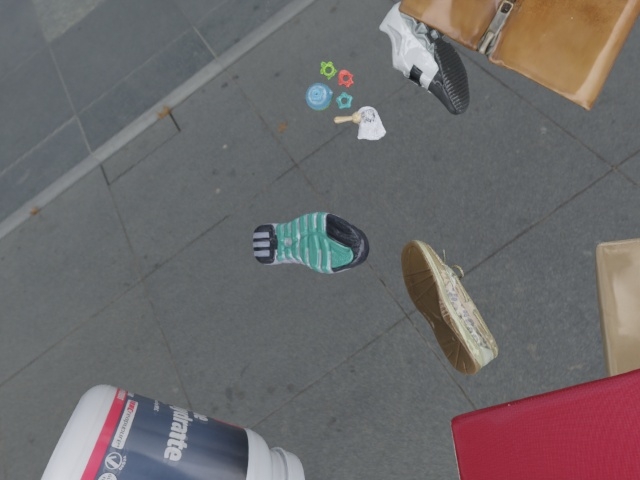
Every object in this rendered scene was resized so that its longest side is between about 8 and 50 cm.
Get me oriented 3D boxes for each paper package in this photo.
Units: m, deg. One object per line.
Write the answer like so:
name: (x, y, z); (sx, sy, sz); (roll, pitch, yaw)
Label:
paper package: (0.683, 0.154, 0.873); (0.309, 0.168, 0.325); (-8, 77, 30)

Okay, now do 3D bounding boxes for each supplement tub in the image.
supplement tub: (-0.175, 0.297, 0.559); (0.272, 0.191, 0.191); (24, 71, -16)

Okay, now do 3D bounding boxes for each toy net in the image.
toy net: (0.075, -0.341, 1.212); (0.232, 0.045, 0.122); (36, 101, 5)

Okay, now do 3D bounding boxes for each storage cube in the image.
storage cube: (0.252, 0.243, 0.405); (0.193, 0.183, 0.215); (-30, 43, 32)

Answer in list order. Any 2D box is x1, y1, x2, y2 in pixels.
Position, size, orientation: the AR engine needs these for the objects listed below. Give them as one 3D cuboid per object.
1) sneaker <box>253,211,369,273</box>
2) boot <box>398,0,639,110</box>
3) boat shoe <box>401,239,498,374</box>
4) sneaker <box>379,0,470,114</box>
sneaker: (0.000, 0.000, 0.708); (0.223, 0.098, 0.083); (4, 94, 46)
boot: (0.198, -0.199, 0.231); (0.264, 0.096, 0.281); (31, 118, 17)
boat shoe: (0.257, 0.125, 0.978); (0.089, 0.104, 0.285); (-22, 83, -27)
sneaker: (0.274, -0.469, 1.279); (0.122, 0.331, 0.146); (-34, 6, -39)
